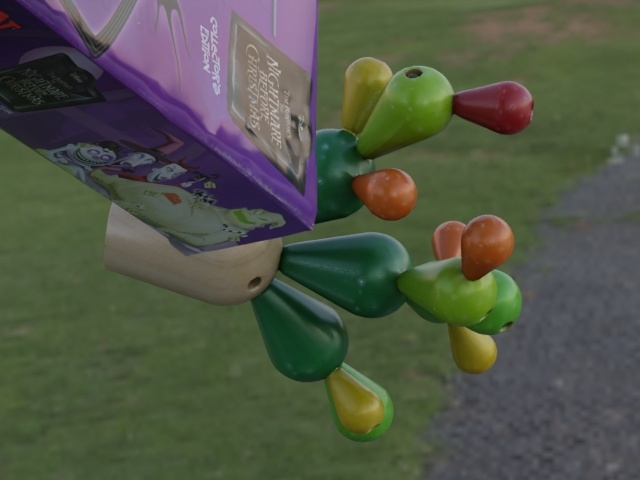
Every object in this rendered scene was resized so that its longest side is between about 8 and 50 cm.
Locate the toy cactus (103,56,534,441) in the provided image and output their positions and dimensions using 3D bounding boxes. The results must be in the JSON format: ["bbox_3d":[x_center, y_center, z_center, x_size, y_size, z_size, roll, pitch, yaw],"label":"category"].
[{"bbox_3d":[0.000,0.000,0.754,0.180,0.112,0.219,9,-35,0],"label":"toy cactus"}]

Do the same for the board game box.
[{"bbox_3d":[-0.064,-0.193,0.456,0.056,0.346,0.208,-9,-24,21],"label":"board game box"}]
